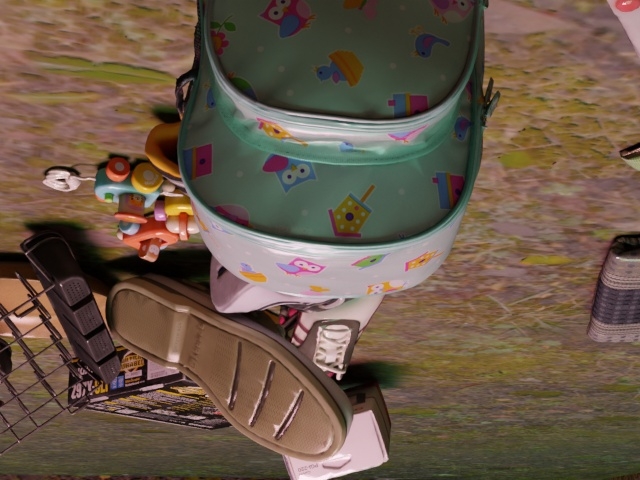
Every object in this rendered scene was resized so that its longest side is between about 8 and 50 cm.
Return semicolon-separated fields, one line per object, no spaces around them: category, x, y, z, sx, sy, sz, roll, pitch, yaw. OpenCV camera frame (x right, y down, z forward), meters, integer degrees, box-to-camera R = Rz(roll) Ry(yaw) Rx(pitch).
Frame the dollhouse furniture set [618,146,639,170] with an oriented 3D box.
dollhouse furniture set;0.323;-0.061;0.704;0.076;0.059;0.151;15;153;-35

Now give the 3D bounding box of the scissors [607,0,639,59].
scissors;0.182;-0.152;0.510;0.109;0.021;0.297;-22;149;39

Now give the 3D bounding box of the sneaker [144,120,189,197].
sneaker;-0.038;-0.070;0.627;0.214;0.084;0.083;-18;149;37

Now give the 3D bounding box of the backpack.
backpack;0.006;-0.069;0.460;0.165;0.188;0.144;5;164;-3

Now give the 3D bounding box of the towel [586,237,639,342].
towel;0.486;0.048;1.032;0.324;0.056;0.312;-4;156;11

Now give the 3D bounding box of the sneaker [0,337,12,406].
sneaker;-0.442;0.185;1.039;0.122;0.146;0.330;-16;171;-3

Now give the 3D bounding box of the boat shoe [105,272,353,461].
boat shoe;-0.083;0.116;0.938;0.302;0.113;0.103;31;-155;21

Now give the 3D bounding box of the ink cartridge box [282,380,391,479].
ink cartridge box;0.029;0.315;1.472;0.158;0.092;0.218;-17;-177;6

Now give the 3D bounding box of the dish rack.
dish rack;-0.330;0.137;0.876;0.271;0.074;0.208;-36;145;-23

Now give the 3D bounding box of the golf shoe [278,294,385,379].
golf shoe;0.018;0.097;1.014;0.105;0.120;0.273;4;157;-10

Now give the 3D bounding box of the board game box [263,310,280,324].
board game box;-0.126;0.114;1.160;0.124;0.039;0.259;-13;159;25

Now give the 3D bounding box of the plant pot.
plant pot;-0.343;0.069;1.030;0.236;0.032;0.236;-2;160;-1

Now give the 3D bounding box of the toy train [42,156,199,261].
toy train;-0.164;-0.018;0.797;0.125;0.046;0.166;-11;157;22

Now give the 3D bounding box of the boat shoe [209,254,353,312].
boat shoe;0.000;0.000;0.794;0.119;0.121;0.335;0;171;-24

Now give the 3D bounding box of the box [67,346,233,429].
box;-0.191;0.231;1.400;0.257;0.079;0.322;-19;153;34
